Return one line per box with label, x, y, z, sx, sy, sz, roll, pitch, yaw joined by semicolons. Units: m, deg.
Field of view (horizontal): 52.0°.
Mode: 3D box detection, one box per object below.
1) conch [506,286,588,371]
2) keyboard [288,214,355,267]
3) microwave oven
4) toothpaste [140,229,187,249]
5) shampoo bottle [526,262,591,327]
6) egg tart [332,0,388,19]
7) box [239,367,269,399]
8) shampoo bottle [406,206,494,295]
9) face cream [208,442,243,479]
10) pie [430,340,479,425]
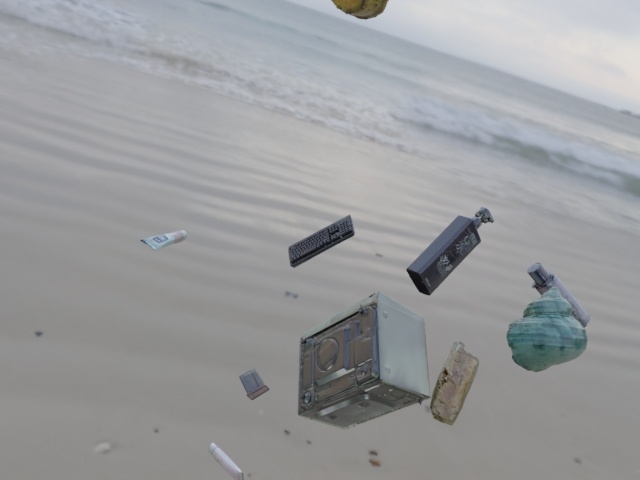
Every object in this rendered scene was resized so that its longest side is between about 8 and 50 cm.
conch;0.549;0.211;1.578;0.196;0.134;0.202;28;41;-20
keyboard;0.000;0.000;1.997;0.025;0.230;0.094;47;22;-39
microwave oven;0.120;0.392;2.115;0.247;0.394;0.333;28;47;-30
toothpaste;-0.452;-0.002;1.923;0.056;0.036;0.205;30;14;10
shampoo bottle;0.639;0.150;1.778;0.214;0.072;0.072;48;15;-11
egg tart;0.078;-0.637;1.620;0.212;0.213;0.090;28;56;27
box;-0.183;0.391;1.795;0.063;0.060;0.085;60;-7;19
shampoo bottle;0.374;0.015;1.860;0.071;0.309;0.098;16;-35;55
face cream;-0.175;0.422;1.240;0.020;0.038;0.115;-20;31;-36
pie;0.437;0.465;2.149;0.128;0.068;0.283;37;59;-9
